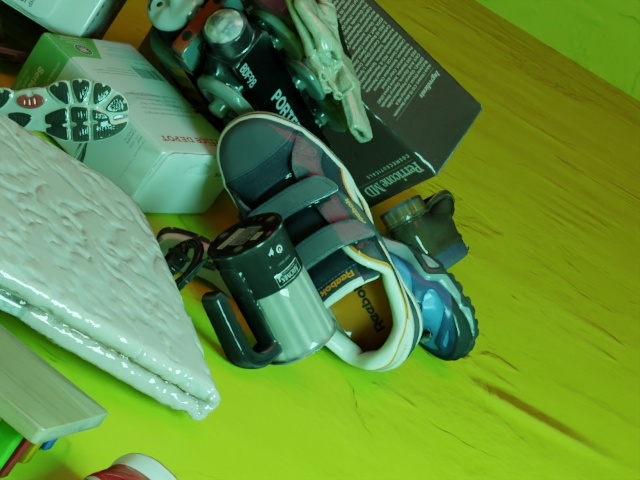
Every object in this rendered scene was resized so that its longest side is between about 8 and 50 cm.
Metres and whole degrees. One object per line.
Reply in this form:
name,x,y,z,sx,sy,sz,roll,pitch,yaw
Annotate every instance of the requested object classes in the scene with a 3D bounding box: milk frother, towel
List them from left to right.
towel,-0.250,-0.001,1.596,0.317,0.053,0.332,33,18,-35
milk frother,-0.080,0.056,1.752,0.143,0.129,0.134,16,-44,59

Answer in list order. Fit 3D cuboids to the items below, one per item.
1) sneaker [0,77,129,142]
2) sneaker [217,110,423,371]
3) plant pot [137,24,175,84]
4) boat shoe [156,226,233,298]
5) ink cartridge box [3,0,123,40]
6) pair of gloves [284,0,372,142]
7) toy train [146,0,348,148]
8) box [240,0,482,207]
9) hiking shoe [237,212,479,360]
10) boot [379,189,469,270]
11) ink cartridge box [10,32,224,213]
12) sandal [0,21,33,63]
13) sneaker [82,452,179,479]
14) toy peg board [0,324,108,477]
sneaker,-0.287,-0.144,1.831,0.170,0.068,0.071,2,14,0
sneaker,0.000,0.000,1.843,0.321,0.126,0.127,52,13,-3
plant pot,-0.182,-0.266,2.285,0.109,0.109,0.096,36,33,3
boat shoe,-0.111,0.022,1.833,0.142,0.049,0.040,25,22,-18
ink cartridge box,-0.311,-0.369,2.082,0.197,0.198,0.270,33,4,-5
pair of gloves,0.005,-0.235,1.968,0.240,0.042,0.204,47,20,-67
toy train,-0.094,-0.182,2.029,0.190,0.142,0.334,31,-12,29
box,-0.002,-0.227,2.196,0.381,0.191,0.143,41,60,-13
hiking shoe,0.043,0.047,1.977,0.304,0.113,0.132,41,51,0
boot,0.148,-0.003,2.280,0.106,0.082,0.219,61,21,6
ink cartridge box,-0.216,-0.129,1.936,0.219,0.092,0.160,45,22,24
sandal,-0.419,-0.279,2.004,0.219,0.060,0.090,41,22,16
sneaker,-0.114,0.256,1.299,0.221,0.087,0.128,30,26,24
toy peg board,-0.273,0.123,1.355,0.161,0.079,0.160,38,5,9
